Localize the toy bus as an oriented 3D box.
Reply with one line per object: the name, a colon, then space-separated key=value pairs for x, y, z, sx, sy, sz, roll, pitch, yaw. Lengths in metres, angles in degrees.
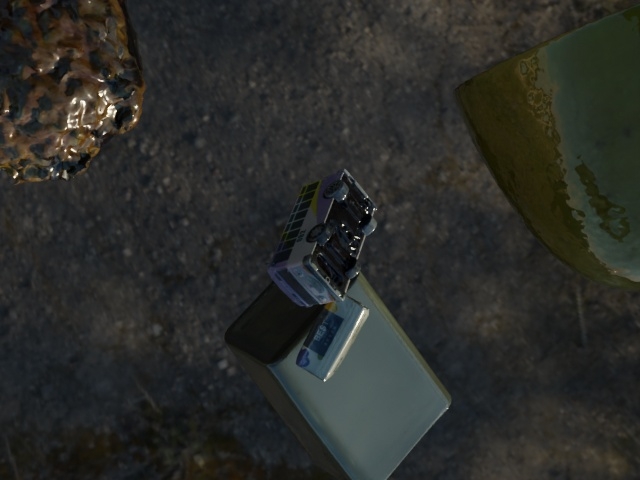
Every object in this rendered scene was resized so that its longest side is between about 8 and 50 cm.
toy bus: x=0.000 y=0.000 z=0.828 sx=0.058 sy=0.102 sz=0.052 roll=-18 pitch=126 yaw=37

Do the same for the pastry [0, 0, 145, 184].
pastry: x=-0.427 y=-0.298 z=1.572 sx=0.337 sy=0.292 sz=0.405 roll=-45 pitch=98 yaw=-11

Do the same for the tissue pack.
tissue pack: x=0.012 y=0.093 z=1.069 sx=0.083 sy=0.042 sz=0.062 roll=-60 pitch=171 yaw=0

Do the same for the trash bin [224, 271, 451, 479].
trash bin: x=0.018 y=0.150 z=1.241 sx=0.164 sy=0.122 sz=0.240 roll=-48 pitch=129 yaw=-17

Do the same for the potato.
potato: x=0.181 y=-0.049 z=0.637 sx=0.178 sy=0.203 sz=0.158 roll=-19 pitch=94 yaw=-11
